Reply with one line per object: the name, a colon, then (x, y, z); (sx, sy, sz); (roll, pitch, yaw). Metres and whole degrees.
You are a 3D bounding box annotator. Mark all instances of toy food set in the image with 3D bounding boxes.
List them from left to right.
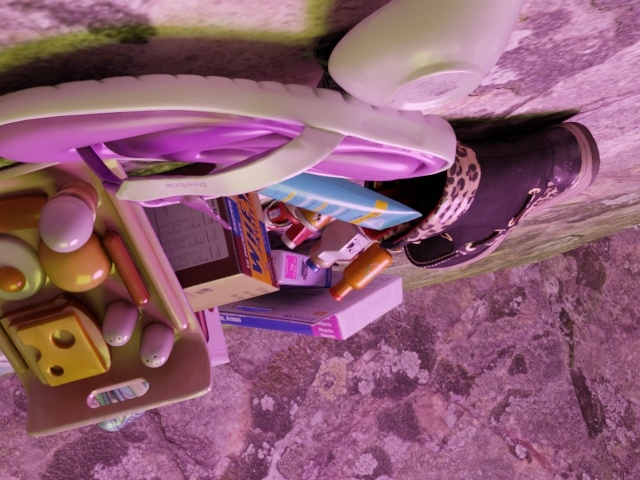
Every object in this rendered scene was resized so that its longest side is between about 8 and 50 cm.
toy food set: (-0.265, 0.062, 0.775); (0.219, 0.306, 0.092); (-16, -150, 6)
toy food set: (0.000, 0.000, 1.066); (0.104, 0.111, 0.232); (-43, 151, 8)

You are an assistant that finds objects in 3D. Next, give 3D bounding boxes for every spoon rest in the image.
spoon rest: (0.126, -0.165, 0.542); (0.276, 0.084, 0.137); (-18, 167, 37)

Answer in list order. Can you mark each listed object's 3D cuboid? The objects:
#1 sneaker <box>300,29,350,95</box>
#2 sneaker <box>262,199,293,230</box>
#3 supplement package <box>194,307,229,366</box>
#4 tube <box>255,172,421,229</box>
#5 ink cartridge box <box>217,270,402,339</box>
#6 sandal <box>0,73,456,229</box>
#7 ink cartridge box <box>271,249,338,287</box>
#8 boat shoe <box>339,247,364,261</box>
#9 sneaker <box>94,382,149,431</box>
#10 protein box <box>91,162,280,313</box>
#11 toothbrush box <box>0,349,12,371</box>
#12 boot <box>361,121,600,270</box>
sneaker: (0.008, -0.144, 0.633); (0.069, 0.038, 0.098); (-4, 156, -40)
sneaker: (-0.086, -0.028, 1.122); (0.118, 0.042, 0.067); (-20, 176, -13)
supplement package: (-0.264, 0.107, 1.159); (0.149, 0.203, 0.194); (-18, 170, 21)
tube: (0.017, -0.051, 0.909); (0.207, 0.052, 0.080); (18, 162, -32)
ink cartridge box: (-0.055, 0.127, 1.501); (0.323, 0.072, 0.330); (3, -165, 33)
sandal: (-0.064, -0.063, 0.638); (0.415, 0.102, 0.169); (-1, 171, -22)
ink cartridge box: (-0.097, 0.056, 1.409); (0.185, 0.065, 0.311); (-1, 177, 19)
boat shoe: (0.052, 0.009, 1.429); (0.060, 0.064, 0.178); (4, 176, 2)
sneaker: (-0.321, 0.125, 0.977); (0.122, 0.283, 0.110); (-44, 179, -2)
protein box: (-0.178, 0.012, 0.940); (0.201, 0.136, 0.200); (-15, 170, 7)
toothbrush box: (-0.576, 0.161, 1.243); (0.295, 0.126, 0.216); (-15, 169, 10)
boot: (0.172, -0.046, 1.101); (0.284, 0.138, 0.377); (-8, 165, -36)
